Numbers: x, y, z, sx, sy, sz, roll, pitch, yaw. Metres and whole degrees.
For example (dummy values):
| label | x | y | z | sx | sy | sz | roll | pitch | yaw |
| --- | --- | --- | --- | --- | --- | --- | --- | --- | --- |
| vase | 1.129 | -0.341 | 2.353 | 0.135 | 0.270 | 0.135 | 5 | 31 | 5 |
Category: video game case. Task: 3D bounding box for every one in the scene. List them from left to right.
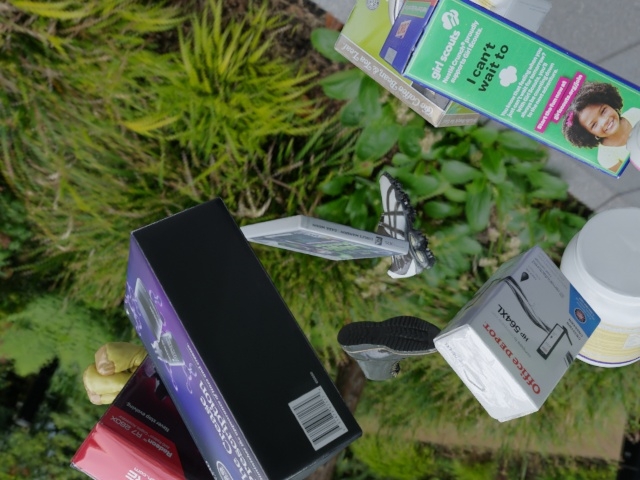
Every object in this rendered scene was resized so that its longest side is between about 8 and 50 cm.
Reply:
| label | x | y | z | sx | sy | sz | roll | pitch | yaw |
| --- | --- | --- | --- | --- | --- | --- | --- | --- | --- |
| video game case | 0.000 | 0.000 | 1.006 | 0.173 | 0.022 | 0.190 | 13 | 170 | -29 |

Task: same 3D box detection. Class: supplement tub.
| label | x | y | z | sx | sy | sz | roll | pitch | yaw |
| --- | --- | --- | --- | --- | --- | --- | --- | --- | --- |
| supplement tub | 0.620 | 0.102 | 1.500 | 0.240 | 0.241 | 0.331 | 13 | 153 | 17 |

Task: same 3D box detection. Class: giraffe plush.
| label | x | y | z | sx | sy | sz | roll | pitch | yaw |
| --- | --- | --- | --- | --- | --- | --- | --- | --- | --- |
| giraffe plush | -0.323 | 0.290 | 1.344 | 0.210 | 0.171 | 0.181 | -16 | 146 | -21 |

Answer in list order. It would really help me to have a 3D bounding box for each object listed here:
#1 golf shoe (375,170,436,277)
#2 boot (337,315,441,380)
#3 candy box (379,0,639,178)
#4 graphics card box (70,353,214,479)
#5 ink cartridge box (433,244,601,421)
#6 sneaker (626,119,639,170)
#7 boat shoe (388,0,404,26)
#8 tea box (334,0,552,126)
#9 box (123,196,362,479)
| label | x | y | z | sx | sy | sz | roll | pitch | yaw |
| --- | --- | --- | --- | --- | --- | --- | --- | --- | --- |
| golf shoe | 0.124 | -0.027 | 1.240 | 0.093 | 0.198 | 0.077 | -26 | 152 | 17 |
| boot | 0.145 | 0.207 | 1.305 | 0.197 | 0.077 | 0.137 | 0 | 137 | 34 |
| candy box | 0.254 | -0.227 | 0.975 | 0.317 | 0.122 | 0.268 | 21 | -162 | -9 |
| graphics card box | -0.160 | 0.235 | 1.031 | 0.232 | 0.371 | 0.094 | 35 | 116 | -4 |
| ink cartridge box | 0.277 | 0.127 | 0.994 | 0.148 | 0.203 | 0.086 | 50 | 144 | 0 |
| sneaker | 0.366 | -0.164 | 0.606 | 0.103 | 0.252 | 0.111 | 32 | 169 | 20 |
| boat shoe | 0.231 | -0.454 | 1.155 | 0.127 | 0.158 | 0.341 | 9 | 128 | -26 |
| tea box | 0.265 | -0.476 | 1.590 | 0.329 | 0.324 | 0.220 | 44 | -149 | 22 |
| box | -0.091 | 0.121 | 0.703 | 0.261 | 0.103 | 0.184 | 57 | 154 | 17 |
